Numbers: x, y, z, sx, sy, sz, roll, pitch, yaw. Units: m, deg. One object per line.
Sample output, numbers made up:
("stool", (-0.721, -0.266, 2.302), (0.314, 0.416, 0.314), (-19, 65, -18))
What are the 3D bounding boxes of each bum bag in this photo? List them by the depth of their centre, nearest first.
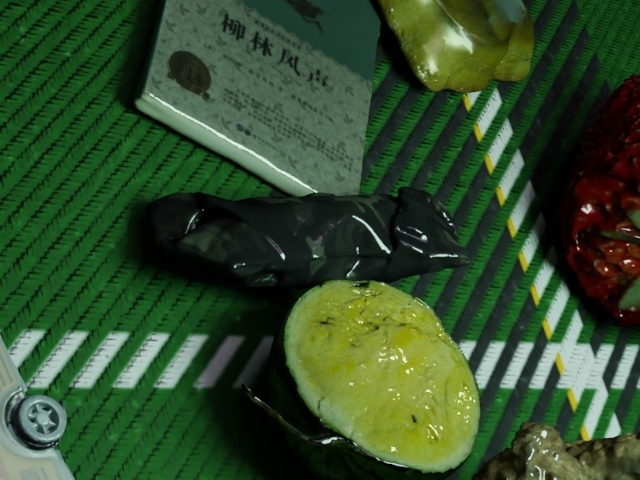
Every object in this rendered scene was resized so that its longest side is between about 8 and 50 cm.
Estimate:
("bum bag", (0.000, 0.000, 1.585), (0.340, 0.095, 0.144), (-1, 25, -36))

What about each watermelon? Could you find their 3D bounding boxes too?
("watermelon", (0.034, 0.147, 1.506), (0.204, 0.127, 0.232), (38, 40, -3))

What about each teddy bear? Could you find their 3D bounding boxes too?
("teddy bear", (0.262, 0.280, 1.533), (0.296, 0.246, 0.222), (35, 17, -1))

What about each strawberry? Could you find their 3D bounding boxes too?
("strawberry", (0.396, -0.039, 1.857), (0.261, 0.261, 0.258), (39, 24, -11))

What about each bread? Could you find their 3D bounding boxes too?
("bread", (0.164, -0.254, 1.936), (0.233, 0.088, 0.161), (-20, 73, -47))

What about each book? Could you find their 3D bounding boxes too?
("book", (-0.052, -0.217, 1.768), (0.264, 0.031, 0.379), (29, 46, -24))

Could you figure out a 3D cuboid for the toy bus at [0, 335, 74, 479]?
("toy bus", (-0.301, 0.102, 1.291), (0.138, 0.097, 0.342), (-20, 76, -39))
